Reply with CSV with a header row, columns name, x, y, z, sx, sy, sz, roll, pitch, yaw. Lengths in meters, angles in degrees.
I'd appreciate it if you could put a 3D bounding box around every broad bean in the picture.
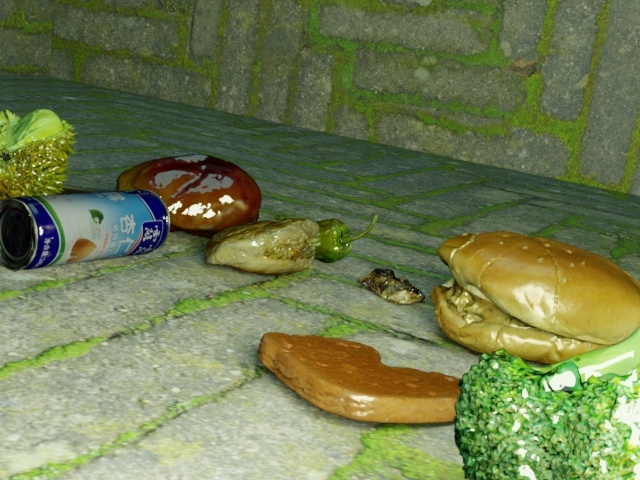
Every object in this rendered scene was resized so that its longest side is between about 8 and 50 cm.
name,x,y,z,sx,sy,sz,roll,pitch,yaw
broad bean,-0.209,-0.066,1.535,0.228,0.122,0.156,1,39,-8

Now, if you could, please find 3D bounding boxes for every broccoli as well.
name,x,y,z,sx,sy,sz,roll,pitch,yaw
broccoli,0.236,0.124,0.628,0.297,0.297,0.297,30,-14,8

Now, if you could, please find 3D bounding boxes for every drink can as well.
name,x,y,z,sx,sy,sz,roll,pitch,yaw
drink can,-0.317,-0.017,1.295,0.097,0.097,0.235,17,14,34

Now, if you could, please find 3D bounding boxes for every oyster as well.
name,x,y,z,sx,sy,sz,roll,pitch,yaw
oyster,0.111,0.065,1.365,0.132,0.029,0.086,16,14,39

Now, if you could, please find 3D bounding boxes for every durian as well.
name,x,y,z,sx,sy,sz,roll,pitch,yaw
durian,-0.473,-0.108,1.403,0.200,0.176,0.237,12,11,23

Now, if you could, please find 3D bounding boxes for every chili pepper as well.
name,x,y,z,sx,sy,sz,roll,pitch,yaw
chili pepper,-0.002,-0.001,1.497,0.072,0.073,0.204,-26,21,-39

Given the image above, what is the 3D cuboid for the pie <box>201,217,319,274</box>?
name,x,y,z,sx,sy,sz,roll,pitch,yaw
pie,-0.085,0.007,1.391,0.163,0.079,0.193,3,10,25

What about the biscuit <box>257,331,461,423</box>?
name,x,y,z,sx,sy,sz,roll,pitch,yaw
biscuit,0.048,0.139,0.970,0.186,0.036,0.192,4,12,-31

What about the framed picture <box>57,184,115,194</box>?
name,x,y,z,sx,sy,sz,roll,pitch,yaw
framed picture,-0.412,-0.062,1.616,0.184,0.016,0.250,7,12,-6

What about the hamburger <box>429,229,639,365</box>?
name,x,y,z,sx,sy,sz,roll,pitch,yaw
hamburger,0.274,0.077,1.160,0.283,0.144,0.156,12,13,3
